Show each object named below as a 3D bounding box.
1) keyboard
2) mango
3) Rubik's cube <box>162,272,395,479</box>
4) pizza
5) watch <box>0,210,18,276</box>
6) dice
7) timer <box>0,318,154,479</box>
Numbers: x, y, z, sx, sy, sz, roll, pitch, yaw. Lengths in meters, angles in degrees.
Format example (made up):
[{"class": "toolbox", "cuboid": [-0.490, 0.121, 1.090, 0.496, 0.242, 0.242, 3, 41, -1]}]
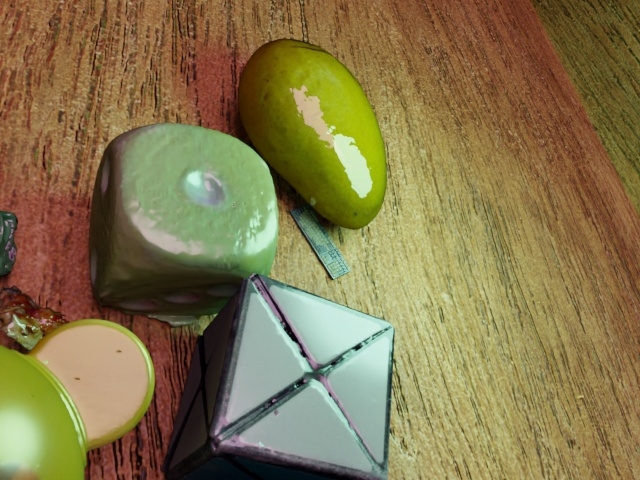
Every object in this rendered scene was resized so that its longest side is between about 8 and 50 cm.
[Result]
[{"class": "keyboard", "cuboid": [-0.001, 0.001, 1.176, 0.055, 0.014, 0.176, -23, 75, -37]}, {"class": "mango", "cuboid": [-0.004, -0.227, 1.185, 0.302, 0.220, 0.444, -17, 75, -41]}, {"class": "Rubik's cube", "cuboid": [-0.062, 0.240, 0.827, 0.260, 0.259, 0.254, 21, 51, -15]}, {"class": "pizza", "cuboid": [-0.370, 0.122, 0.749, 0.201, 0.193, 0.053, 44, 72, -8]}, {"class": "watch", "cuboid": [-0.535, -0.005, 0.775, 0.152, 0.165, 0.131, -3, 62, -6]}, {"class": "dice", "cuboid": [-0.226, -0.020, 0.887, 0.252, 0.250, 0.254, 6, 59, -29]}, {"class": "timer", "cuboid": [-0.374, 0.263, 0.554, 0.387, 0.376, 0.375, 6, 59, -25]}]
